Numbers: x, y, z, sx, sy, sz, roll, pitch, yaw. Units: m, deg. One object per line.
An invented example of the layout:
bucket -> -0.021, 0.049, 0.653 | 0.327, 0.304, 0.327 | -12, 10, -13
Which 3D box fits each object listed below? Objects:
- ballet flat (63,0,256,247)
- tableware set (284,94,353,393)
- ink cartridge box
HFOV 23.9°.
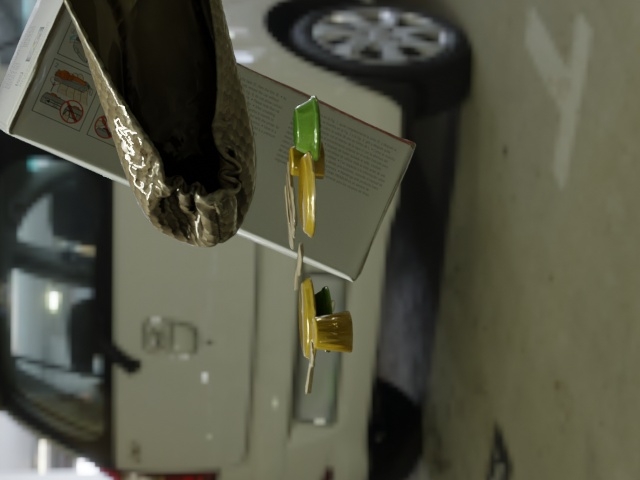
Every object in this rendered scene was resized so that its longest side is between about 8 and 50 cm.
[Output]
ballet flat -> -0.080, -0.107, 0.654 | 0.058, 0.084, 0.250 | -125, 19, -65
tableware set -> 0.000, 0.000, 0.850 | 0.104, 0.024, 0.154 | 98, 168, -55
ink cartridge box -> -0.117, -0.096, 1.310 | 0.130, 0.309, 0.272 | -67, 19, 0
